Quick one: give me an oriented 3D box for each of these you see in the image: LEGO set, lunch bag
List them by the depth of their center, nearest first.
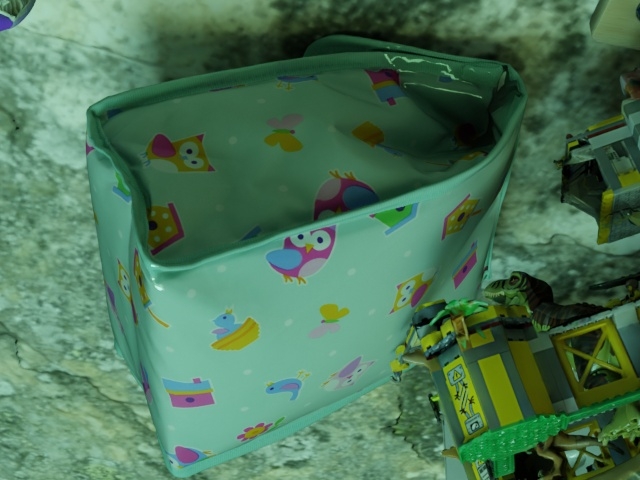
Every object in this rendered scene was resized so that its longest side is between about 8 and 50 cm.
[{"bbox_3d":[0.000,0.000,0.707,0.262,0.160,0.223,-19,142,-18],"label":"lunch bag"},{"bbox_3d":[0.161,0.040,0.711,0.255,0.192,0.331,-23,154,10],"label":"LEGO set"}]

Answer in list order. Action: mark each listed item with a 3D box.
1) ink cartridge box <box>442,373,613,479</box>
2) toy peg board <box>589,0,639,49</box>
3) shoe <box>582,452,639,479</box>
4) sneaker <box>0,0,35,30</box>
[{"bbox_3d":[0.270,0.238,1.003,0.211,0.122,0.289,-24,133,26],"label":"ink cartridge box"},{"bbox_3d":[0.252,-0.138,0.599,0.161,0.079,0.161,9,139,-7],"label":"toy peg board"},{"bbox_3d":[0.213,0.148,0.666,0.219,0.058,0.076,-34,150,31],"label":"shoe"},{"bbox_3d":[-0.289,-0.183,0.568,0.293,0.102,0.146,31,136,-23],"label":"sneaker"}]
